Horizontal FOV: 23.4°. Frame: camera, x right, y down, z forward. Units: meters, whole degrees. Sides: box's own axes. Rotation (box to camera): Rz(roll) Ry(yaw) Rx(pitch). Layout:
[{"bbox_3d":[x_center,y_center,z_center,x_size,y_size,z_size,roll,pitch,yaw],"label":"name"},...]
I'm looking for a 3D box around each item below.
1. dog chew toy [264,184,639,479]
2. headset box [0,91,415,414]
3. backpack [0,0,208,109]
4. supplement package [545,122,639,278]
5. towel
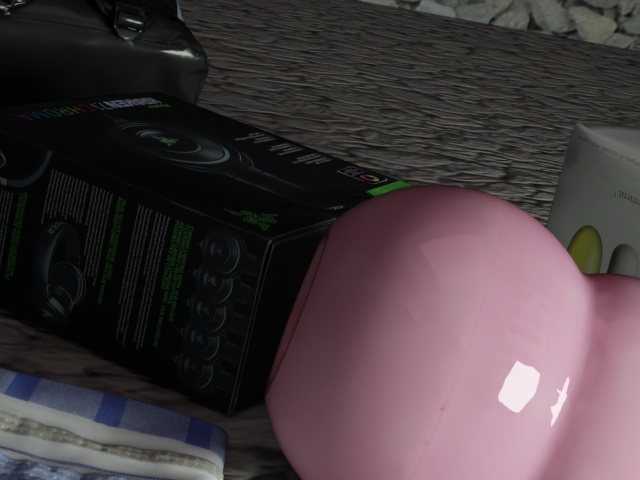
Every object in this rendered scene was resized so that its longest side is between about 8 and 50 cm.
[{"bbox_3d":[0.140,0.099,0.901,0.332,0.206,0.206,21,16,-2],"label":"dog chew toy"},{"bbox_3d":[-0.088,-0.001,1.141,0.283,0.131,0.246,22,19,25],"label":"headset box"},{"bbox_3d":[-0.278,-0.216,1.553,0.290,0.273,0.355,6,40,-17],"label":"backpack"},{"bbox_3d":[0.282,0.036,1.189,0.149,0.203,0.194,0,21,-38],"label":"supplement package"},{"bbox_3d":[-0.153,0.114,0.811,0.209,0.034,0.285,14,7,-2],"label":"towel"}]
